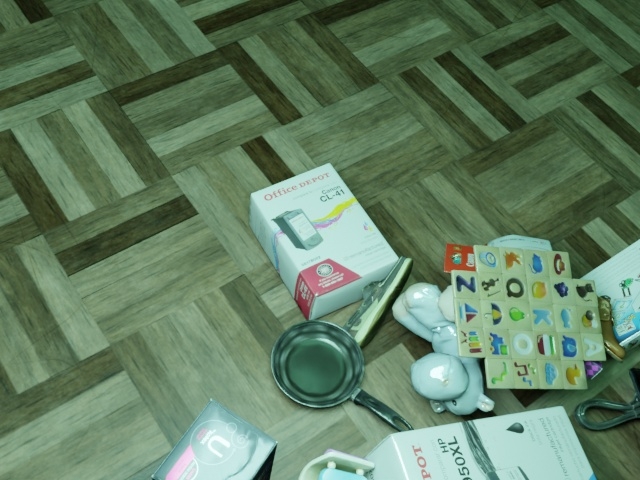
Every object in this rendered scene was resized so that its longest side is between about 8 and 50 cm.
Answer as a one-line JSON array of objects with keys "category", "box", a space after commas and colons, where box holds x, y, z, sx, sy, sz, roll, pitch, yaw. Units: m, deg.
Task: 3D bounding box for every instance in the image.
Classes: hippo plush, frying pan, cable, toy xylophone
[{"category": "hippo plush", "box": [0.262, 0.240, 1.570, 0.294, 0.234, 0.237, 29, 67, -39]}, {"category": "frying pan", "box": [0.055, 0.280, 1.571, 0.326, 0.053, 0.197, 17, 57, 2]}, {"category": "cable", "box": [0.689, 0.364, 1.617, 0.287, 0.072, 0.139, -22, 78, -7]}, {"category": "toy xylophone", "box": [-0.002, 0.516, 1.243, 0.236, 0.081, 0.323, 17, 63, -40]}]

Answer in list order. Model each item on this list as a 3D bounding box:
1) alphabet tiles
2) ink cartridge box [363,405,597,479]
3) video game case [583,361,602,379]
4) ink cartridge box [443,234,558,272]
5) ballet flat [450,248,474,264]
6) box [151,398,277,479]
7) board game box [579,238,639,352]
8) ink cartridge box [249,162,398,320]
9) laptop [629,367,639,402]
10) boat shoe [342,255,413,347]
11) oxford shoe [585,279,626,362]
[{"category": "alphabet tiles", "box": [0.417, 0.152, 1.486, 0.342, 0.011, 0.285, 5, 70, -20]}, {"category": "ink cartridge box", "box": [0.305, 0.483, 1.354, 0.394, 0.166, 0.285, -2, 56, -24]}, {"category": "video game case", "box": [0.502, 0.170, 1.616, 0.232, 0.042, 0.210, 40, 24, 1]}, {"category": "ink cartridge box", "box": [0.399, 0.033, 1.664, 0.232, 0.066, 0.189, 13, 21, 7]}, {"category": "ballet flat", "box": [0.411, 0.063, 1.756, 0.232, 0.080, 0.073, 17, 26, 1]}, {"category": "box", "box": [-0.183, 0.423, 1.309, 0.143, 0.270, 0.165, 30, 57, 12]}, {"category": "board game box", "box": [0.735, 0.097, 1.665, 0.305, 0.053, 0.193, -36, 48, 13]}, {"category": "ink cartridge box", "box": [0.000, 0.000, 1.706, 0.226, 0.131, 0.306, -23, 64, -21]}, {"category": "laptop", "box": [0.816, 0.507, 1.500, 0.381, 0.236, 0.408, 10, 36, -2]}, {"category": "boat shoe", "box": [0.120, 0.124, 1.618, 0.073, 0.080, 0.224, 32, 97, 19]}, {"category": "oxford shoe", "box": [0.608, 0.170, 1.624, 0.076, 0.076, 0.212, 30, 28, -42]}]
